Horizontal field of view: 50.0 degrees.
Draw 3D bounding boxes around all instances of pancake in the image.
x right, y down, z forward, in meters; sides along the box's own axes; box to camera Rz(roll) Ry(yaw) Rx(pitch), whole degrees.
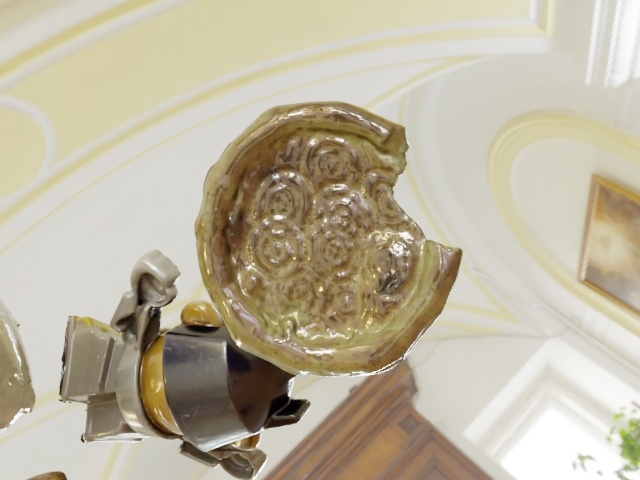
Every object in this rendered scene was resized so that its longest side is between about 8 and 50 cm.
[{"bbox_3d":[0.000,0.000,0.561,0.212,0.235,0.029,-31,-7,7],"label":"pancake"}]

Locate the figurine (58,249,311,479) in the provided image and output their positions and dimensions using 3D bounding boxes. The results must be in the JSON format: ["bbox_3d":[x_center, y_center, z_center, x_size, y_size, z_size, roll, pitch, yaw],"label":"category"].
[{"bbox_3d":[-0.149,0.160,0.780,0.308,0.308,0.143,85,-163,-45],"label":"figurine"}]

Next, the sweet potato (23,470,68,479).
[{"bbox_3d":[-0.373,0.293,0.619,0.292,0.097,0.097,-26,-42,-41],"label":"sweet potato"}]

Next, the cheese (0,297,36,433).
[{"bbox_3d":[-0.406,0.123,0.713,0.154,0.198,0.189,-52,-56,-73],"label":"cheese"}]
